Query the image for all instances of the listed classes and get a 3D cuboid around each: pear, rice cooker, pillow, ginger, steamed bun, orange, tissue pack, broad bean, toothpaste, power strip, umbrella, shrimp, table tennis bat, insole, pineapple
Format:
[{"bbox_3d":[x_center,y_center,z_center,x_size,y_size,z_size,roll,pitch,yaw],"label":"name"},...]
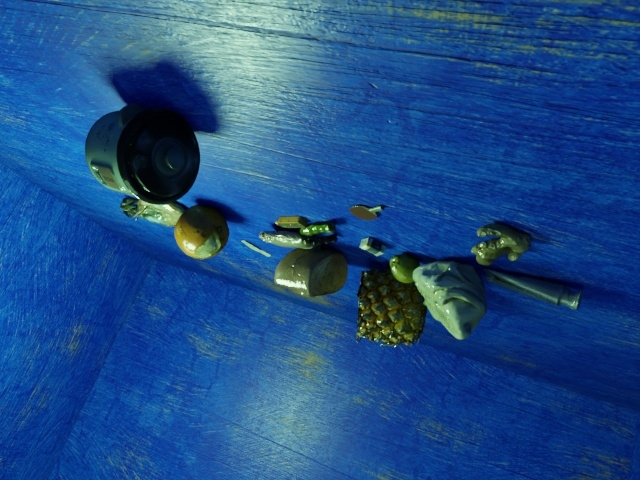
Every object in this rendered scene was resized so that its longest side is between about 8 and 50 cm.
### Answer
[{"bbox_3d":[0.321,0.106,1.658,0.131,0.107,0.107,20,163,-13],"label":"pear"},{"bbox_3d":[-0.504,-0.244,1.270,0.316,0.264,0.317,24,138,23],"label":"rice cooker"},{"bbox_3d":[-0.132,-0.004,1.872,0.270,0.067,0.173,6,176,36],"label":"pillow"},{"bbox_3d":[0.522,0.028,1.287,0.149,0.065,0.259,12,159,16],"label":"ginger"},{"bbox_3d":[0.482,0.183,1.539,0.268,0.207,0.280,58,177,-12],"label":"steamed bun"},{"bbox_3d":[-0.523,-0.036,1.950,0.239,0.240,0.240,18,162,6],"label":"orange"},{"bbox_3d":[0.197,0.024,1.657,0.083,0.042,0.062,25,159,-17],"label":"tissue pack"},{"bbox_3d":[-0.008,-0.042,1.670,0.052,0.052,0.256,60,154,-14],"label":"broad bean"},{"bbox_3d":[-0.036,0.114,1.911,0.251,0.199,0.301,20,-161,34],"label":"steamed bun"},{"bbox_3d":[0.701,0.155,1.470,0.299,0.073,0.114,17,164,36],"label":"toothpaste"},{"bbox_3d":[-0.122,-0.072,1.747,0.178,0.028,0.049,2,156,46],"label":"power strip"},{"bbox_3d":[0.000,0.000,1.703,0.143,0.040,0.037,-9,-146,-29],"label":"umbrella"},{"bbox_3d":[-0.841,-0.154,2.189,0.445,0.110,0.221,6,152,30],"label":"shrimp"},{"bbox_3d":[0.152,-0.094,1.411,0.087,0.013,0.156,30,162,-21],"label":"table tennis bat"},{"bbox_3d":[-0.347,0.043,2.367,0.192,0.010,0.063,33,158,-33],"label":"insole"},{"bbox_3d":[0.298,0.284,1.859,0.300,0.353,0.352,10,161,9],"label":"pineapple"}]
